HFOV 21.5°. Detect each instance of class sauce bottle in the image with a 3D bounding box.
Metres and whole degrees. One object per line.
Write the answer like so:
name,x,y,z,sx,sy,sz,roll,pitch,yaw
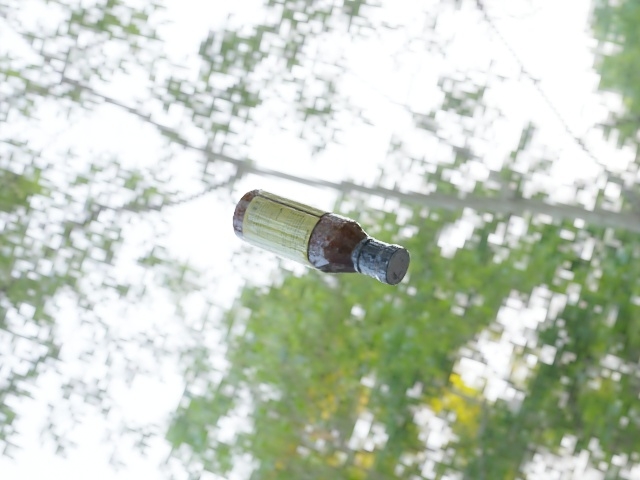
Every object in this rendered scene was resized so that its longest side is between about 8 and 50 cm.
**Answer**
sauce bottle,0.000,0.000,1.120,0.042,0.128,0.042,-29,-50,-42
